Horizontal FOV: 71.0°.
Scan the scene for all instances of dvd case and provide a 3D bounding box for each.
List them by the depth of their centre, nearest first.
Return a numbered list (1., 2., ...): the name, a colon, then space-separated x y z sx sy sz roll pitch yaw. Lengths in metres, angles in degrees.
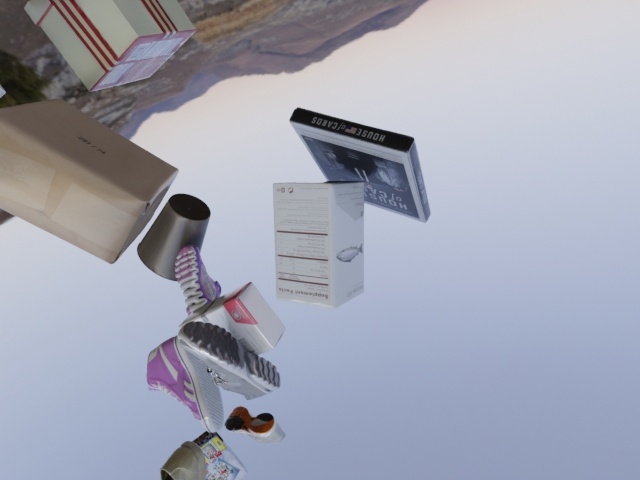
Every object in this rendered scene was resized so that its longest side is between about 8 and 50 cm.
1. dvd case: 0.072 -0.106 0.687 0.180 0.238 0.029 21 -102 24

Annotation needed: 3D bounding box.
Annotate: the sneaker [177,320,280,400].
1. sneaker: -0.223 0.294 1.032 0.115 0.281 0.105 -40 -154 14

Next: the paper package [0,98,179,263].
1. paper package: -0.516 -0.144 0.976 0.168 0.325 0.309 -54 -163 17

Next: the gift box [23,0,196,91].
1. gift box: -0.492 -0.532 1.035 0.255 0.258 0.276 -28 -167 28

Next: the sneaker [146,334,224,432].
1. sneaker: -0.379 0.410 1.236 0.161 0.281 0.102 -29 167 6

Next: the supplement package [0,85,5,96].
1. supplement package: -0.749 -0.322 0.765 0.198 0.262 0.199 -42 164 -4

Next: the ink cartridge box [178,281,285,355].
1. ink cartridge box: -0.222 0.220 1.126 0.218 0.158 0.092 -28 -166 28

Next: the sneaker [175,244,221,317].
1. sneaker: -0.341 0.127 1.294 0.095 0.236 0.105 -15 177 40

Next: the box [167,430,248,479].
1. box: -0.352 0.719 1.426 0.159 0.232 0.044 -33 -147 -16

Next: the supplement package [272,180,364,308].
1. supplement package: 0.000 0.000 0.685 0.105 0.179 0.105 4 -169 30

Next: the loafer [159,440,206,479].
1. loafer: -0.295 0.566 0.943 0.102 0.268 0.092 -5 179 38

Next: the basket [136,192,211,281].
1. basket: -0.437 -0.019 1.374 0.226 0.204 0.154 -57 173 30

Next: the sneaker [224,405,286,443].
1. sneaker: -0.236 0.676 1.606 0.263 0.121 0.099 -6 -143 43
